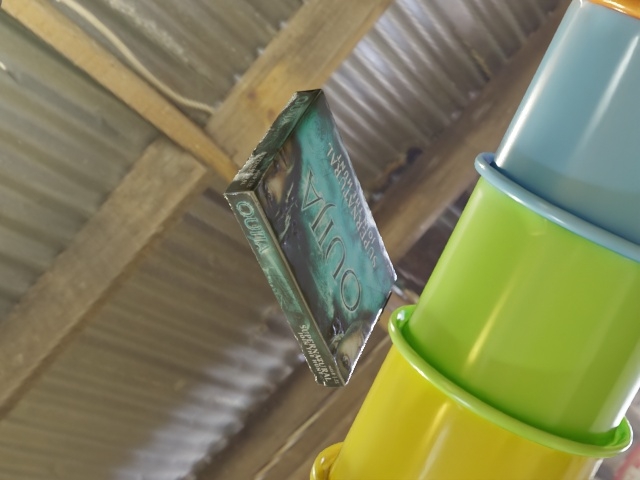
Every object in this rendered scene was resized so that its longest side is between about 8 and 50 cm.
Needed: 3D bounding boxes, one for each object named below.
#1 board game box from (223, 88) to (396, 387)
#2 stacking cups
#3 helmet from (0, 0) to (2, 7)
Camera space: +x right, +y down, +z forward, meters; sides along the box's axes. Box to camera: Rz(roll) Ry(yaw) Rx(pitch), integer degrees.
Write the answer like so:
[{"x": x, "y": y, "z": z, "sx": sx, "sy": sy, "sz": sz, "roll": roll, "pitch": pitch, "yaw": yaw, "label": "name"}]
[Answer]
[{"x": 0.000, "y": 0.000, "z": 0.754, "sx": 0.126, "sy": 0.026, "sz": 0.186, "roll": -61, "pitch": -43, "yaw": -42, "label": "board game box"}, {"x": 0.100, "y": -0.037, "z": 0.330, "sx": 0.096, "sy": 0.096, "sz": 0.316, "roll": 8, "pitch": -70, "yaw": -51, "label": "stacking cups"}, {"x": -0.275, "y": -0.155, "z": 0.593, "sx": 0.169, "sy": 0.169, "sz": 0.161, "roll": -3, "pitch": -43, "yaw": -46, "label": "helmet"}]
